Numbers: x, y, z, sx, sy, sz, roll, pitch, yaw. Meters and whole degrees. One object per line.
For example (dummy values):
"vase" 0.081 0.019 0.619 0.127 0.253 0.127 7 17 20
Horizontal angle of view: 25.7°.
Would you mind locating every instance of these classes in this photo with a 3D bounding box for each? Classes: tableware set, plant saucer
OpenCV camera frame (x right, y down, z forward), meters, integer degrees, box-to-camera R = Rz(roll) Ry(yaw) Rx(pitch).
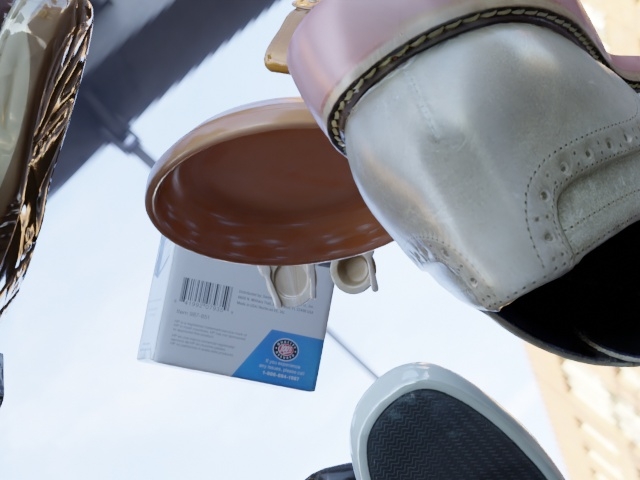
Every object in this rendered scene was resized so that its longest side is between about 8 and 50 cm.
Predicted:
"tableware set" 0.000 0.000 1.573 0.020 0.168 0.141 0 -98 -64
"plant saucer" -0.018 -0.041 0.945 0.200 0.037 0.200 -4 -26 -2

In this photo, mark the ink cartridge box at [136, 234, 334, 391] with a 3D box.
"ink cartridge box" -0.100 0.031 1.865 0.223 0.129 0.308 13 -98 -16

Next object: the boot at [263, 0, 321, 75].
"boot" 0.088 -0.266 1.580 0.295 0.211 0.104 -42 -48 -32

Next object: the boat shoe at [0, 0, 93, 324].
"boat shoe" -0.252 -0.024 0.911 0.123 0.123 0.342 -68 1 -60

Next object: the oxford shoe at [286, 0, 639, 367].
"oxford shoe" 0.128 -0.002 0.631 0.140 0.147 0.397 -34 -25 26

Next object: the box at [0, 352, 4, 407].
"box" -0.461 0.206 1.438 0.216 0.060 0.270 11 -47 -23

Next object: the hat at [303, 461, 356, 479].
"hat" 0.048 0.226 0.914 0.331 0.331 0.134 -37 -59 -18

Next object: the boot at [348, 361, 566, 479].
"boot" 0.098 0.151 0.712 0.088 0.244 0.176 -37 8 6
